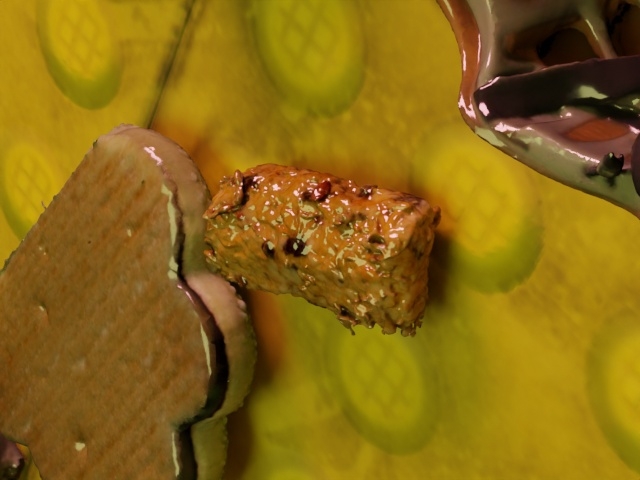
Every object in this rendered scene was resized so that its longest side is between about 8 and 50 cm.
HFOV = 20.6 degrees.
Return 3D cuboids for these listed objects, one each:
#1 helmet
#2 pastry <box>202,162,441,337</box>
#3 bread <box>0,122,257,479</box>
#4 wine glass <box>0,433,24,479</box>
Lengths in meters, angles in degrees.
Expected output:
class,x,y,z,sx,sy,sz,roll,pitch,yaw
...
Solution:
class,x,y,z,sx,sy,sz,roll,pitch,yaw
helmet,0.136,-0.112,0.622,0.224,0.130,0.198,50,135,37
pastry,0.000,0.000,0.884,0.140,0.056,0.080,19,127,35
bread,-0.117,0.070,1.041,0.286,0.056,0.207,-41,71,49
wine glass,-0.306,0.165,1.182,0.111,0.204,0.111,16,114,40
